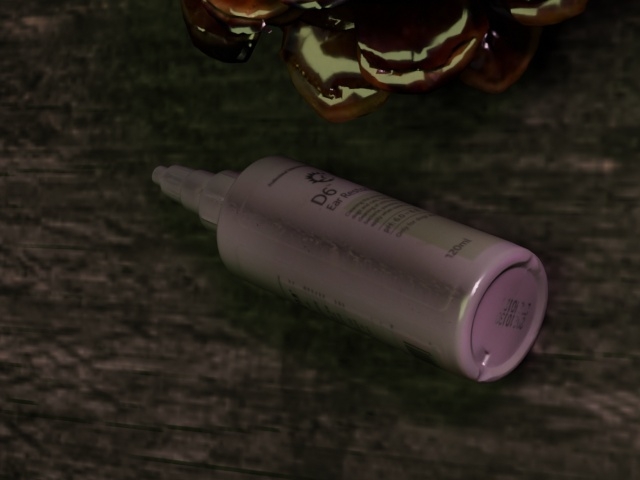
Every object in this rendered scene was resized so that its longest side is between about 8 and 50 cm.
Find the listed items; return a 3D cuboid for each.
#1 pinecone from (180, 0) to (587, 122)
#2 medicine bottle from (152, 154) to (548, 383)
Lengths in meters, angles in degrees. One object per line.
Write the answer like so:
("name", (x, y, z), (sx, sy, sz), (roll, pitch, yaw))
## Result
("pinecone", (0.009, -0.165, 0.734), (0.221, 0.221, 0.221), (-4, 84, 38))
("medicine bottle", (0.000, 0.000, 0.818), (0.199, 0.057, 0.057), (23, 100, 39))
